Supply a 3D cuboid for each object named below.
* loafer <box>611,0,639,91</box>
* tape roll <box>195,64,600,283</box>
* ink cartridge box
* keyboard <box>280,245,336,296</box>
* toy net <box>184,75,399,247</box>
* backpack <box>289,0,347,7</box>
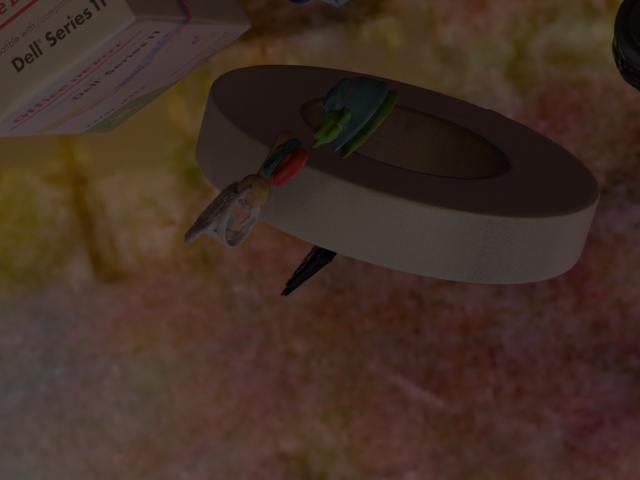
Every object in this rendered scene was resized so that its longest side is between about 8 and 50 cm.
[{"bbox_3d":[0.373,-0.111,1.466,0.302,0.109,0.095,26,162,11],"label":"loafer"},{"bbox_3d":[0.074,-0.071,1.779,0.392,0.072,0.392,14,-161,-5],"label":"tape roll"},{"bbox_3d":[-0.233,-0.197,1.755,0.207,0.119,0.353,-34,173,19],"label":"ink cartridge box"},{"bbox_3d":[0.000,0.000,2.069,0.100,0.038,0.192,-39,-174,16],"label":"keyboard"},{"bbox_3d":[-0.032,-0.048,1.533,0.232,0.045,0.122,-42,-164,32],"label":"toy net"},{"bbox_3d":[-0.020,-0.345,2.223,0.117,0.173,0.158,-51,-135,1],"label":"backpack"}]
